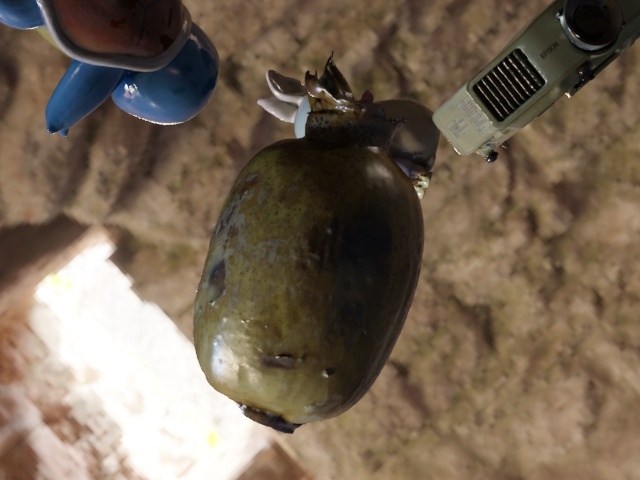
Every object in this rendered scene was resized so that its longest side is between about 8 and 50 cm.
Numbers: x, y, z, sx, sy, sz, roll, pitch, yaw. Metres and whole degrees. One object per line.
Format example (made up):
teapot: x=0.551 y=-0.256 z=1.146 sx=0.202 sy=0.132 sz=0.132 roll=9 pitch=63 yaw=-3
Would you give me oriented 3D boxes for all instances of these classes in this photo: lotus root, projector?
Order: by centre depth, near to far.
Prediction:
lotus root: x=0.002 y=0.000 z=1.048 sx=0.154 sy=0.154 sz=0.278 roll=159 pitch=128 yaw=-85
projector: x=0.252 y=-0.198 z=1.512 sx=0.269 sy=0.088 sz=0.193 roll=-40 pitch=0 yaw=-14

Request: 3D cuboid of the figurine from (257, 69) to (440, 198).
figurine: x=0.031 y=-0.137 z=1.922 sx=0.127 sy=0.235 sz=0.155 roll=113 pitch=169 yaw=-50

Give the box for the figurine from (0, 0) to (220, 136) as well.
figurine: x=-0.277 y=-0.311 z=1.768 sx=0.243 sy=0.416 sz=0.298 roll=-7 pitch=48 yaw=11
